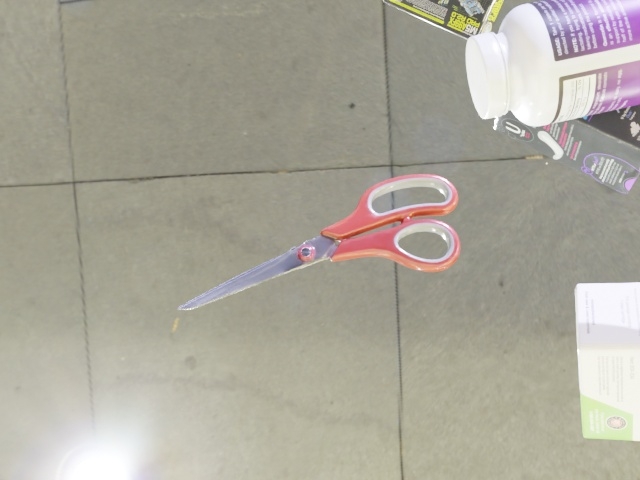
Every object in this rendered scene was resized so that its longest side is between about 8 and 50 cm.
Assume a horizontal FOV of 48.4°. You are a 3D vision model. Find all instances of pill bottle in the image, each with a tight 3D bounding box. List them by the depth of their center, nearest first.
[{"bbox_3d":[0.390,-0.276,1.059,0.322,0.181,0.182,-12,92,1],"label":"pill bottle"}]

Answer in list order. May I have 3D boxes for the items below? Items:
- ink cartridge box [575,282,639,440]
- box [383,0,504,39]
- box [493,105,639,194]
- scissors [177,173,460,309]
[{"bbox_3d":[0.471,0.157,0.901,0.272,0.115,0.198,-3,131,20],"label":"ink cartridge box"},{"bbox_3d":[0.299,-0.601,1.629,0.270,0.060,0.216,33,116,27],"label":"box"},{"bbox_3d":[0.457,-0.225,1.237,0.270,0.165,0.143,31,78,19],"label":"box"},{"bbox_3d":[0.000,0.000,0.715,0.297,0.021,0.109,-10,68,-3],"label":"scissors"}]
